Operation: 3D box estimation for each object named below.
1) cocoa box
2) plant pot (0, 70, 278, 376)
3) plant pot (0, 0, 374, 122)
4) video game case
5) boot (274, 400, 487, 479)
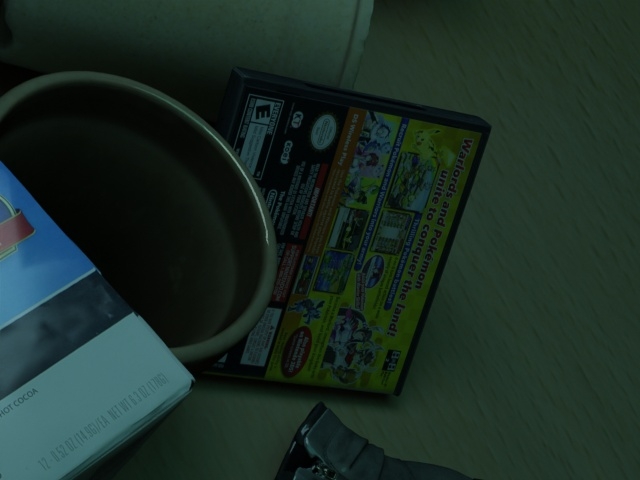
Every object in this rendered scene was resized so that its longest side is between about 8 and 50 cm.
[{"bbox_3d":[-0.293,0.140,1.120,0.228,0.347,0.231,49,48,7],"label":"cocoa box"},{"bbox_3d":[-0.198,0.036,1.326,0.263,0.229,0.263,19,48,-23],"label":"plant pot"},{"bbox_3d":[-0.137,-0.251,1.537,0.306,0.334,0.333,7,56,-15],"label":"plant pot"},{"bbox_3d":[0.000,0.000,1.476,0.248,0.274,0.035,9,19,-27],"label":"video game case"},{"bbox_3d":[0.041,0.308,1.391,0.223,0.118,0.338,23,39,-13],"label":"boot"}]
